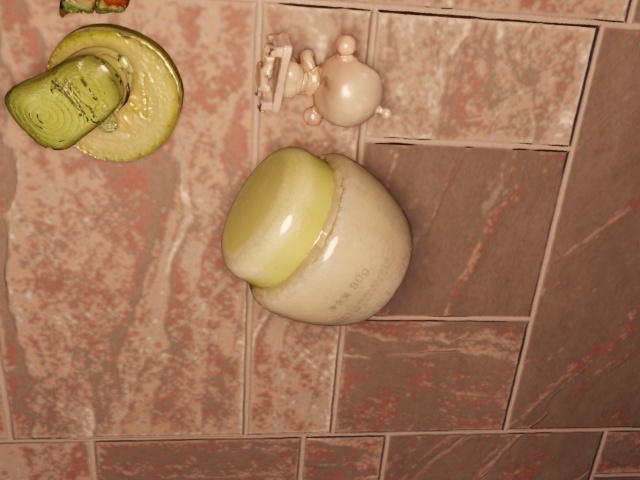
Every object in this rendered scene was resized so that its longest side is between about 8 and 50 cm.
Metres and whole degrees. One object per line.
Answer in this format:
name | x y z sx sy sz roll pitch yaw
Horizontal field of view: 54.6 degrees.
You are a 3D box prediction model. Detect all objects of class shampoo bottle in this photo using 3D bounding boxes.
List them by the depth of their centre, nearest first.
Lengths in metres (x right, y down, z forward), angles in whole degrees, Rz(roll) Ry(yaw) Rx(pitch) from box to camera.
shampoo bottle | 0.000 0.000 1.172 0.317 0.322 0.322 29 107 -24

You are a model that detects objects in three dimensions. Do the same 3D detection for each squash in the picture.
squash | -0.386 -0.270 1.155 0.252 0.049 0.252 -2 114 -5

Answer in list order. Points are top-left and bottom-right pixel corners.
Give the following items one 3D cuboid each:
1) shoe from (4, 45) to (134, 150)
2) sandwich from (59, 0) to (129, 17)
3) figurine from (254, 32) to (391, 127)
shoe | -0.422 -0.241 1.077 0.262 0.128 0.140 -17 108 36
sandwich | -0.325 -0.489 0.995 0.109 0.212 0.292 15 98 -29
figurine | 0.013 -0.291 1.147 0.257 0.144 0.181 9 109 -14
